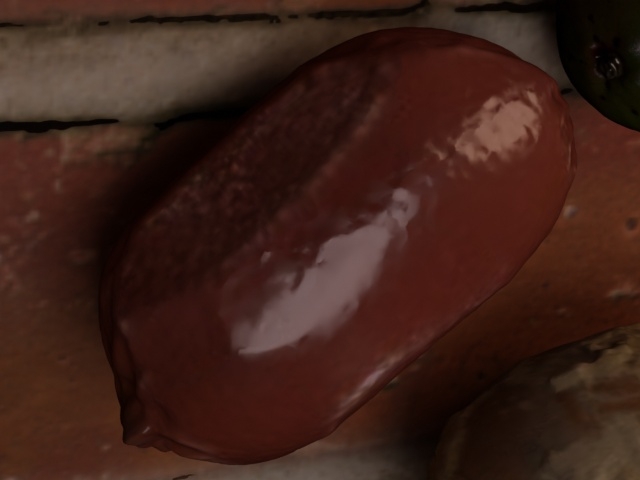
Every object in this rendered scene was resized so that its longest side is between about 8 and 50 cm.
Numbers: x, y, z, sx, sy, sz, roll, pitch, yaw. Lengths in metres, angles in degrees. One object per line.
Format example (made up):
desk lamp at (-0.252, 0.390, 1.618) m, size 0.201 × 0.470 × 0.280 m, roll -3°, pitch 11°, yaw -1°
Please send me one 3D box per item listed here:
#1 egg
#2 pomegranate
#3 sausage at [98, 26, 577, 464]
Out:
egg at (0.166, 0.147, 0.969) m, size 0.245 × 0.203 × 0.203 m, roll 13°, pitch 111°, yaw -31°
pomegranate at (0.182, -0.113, 0.897) m, size 0.142 × 0.114 × 0.114 m, roll -30°, pitch 129°, yaw -37°
sausage at (0.000, 0.000, 0.847) m, size 0.254 × 0.148 × 0.148 m, roll -48°, pitch 126°, yaw -1°
